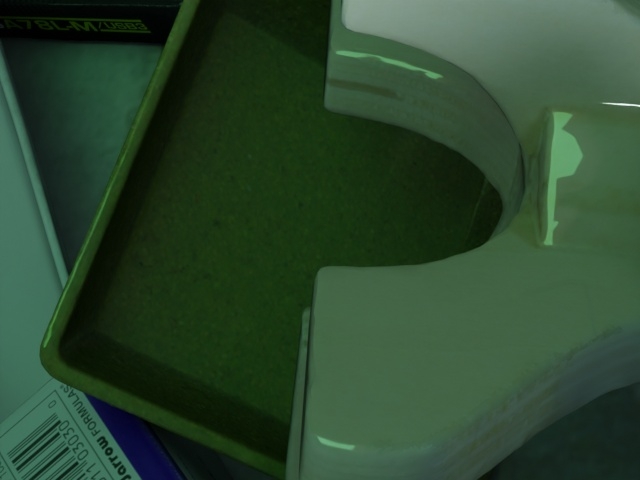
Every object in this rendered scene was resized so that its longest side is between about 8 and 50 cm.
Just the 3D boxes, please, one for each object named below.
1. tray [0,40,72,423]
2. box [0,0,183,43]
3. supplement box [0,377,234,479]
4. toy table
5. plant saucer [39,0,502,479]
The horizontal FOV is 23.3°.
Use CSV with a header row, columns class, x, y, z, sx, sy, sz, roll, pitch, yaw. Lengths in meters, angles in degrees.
class,x,y,z,sx,sy,sz,roll,pitch,yaw
tray,-0.163,-0.008,0.700,0.145,0.030,0.270,-43,54,31
box,-0.115,-0.191,0.782,0.184,0.045,0.190,5,69,26
supplement box,-0.120,0.165,0.577,0.220,0.114,0.111,-39,58,-1
toy table,0.078,-0.010,0.469,0.161,0.252,0.274,5,25,-2
plant saucer,0.000,0.000,0.593,0.045,0.188,0.188,-10,55,59
